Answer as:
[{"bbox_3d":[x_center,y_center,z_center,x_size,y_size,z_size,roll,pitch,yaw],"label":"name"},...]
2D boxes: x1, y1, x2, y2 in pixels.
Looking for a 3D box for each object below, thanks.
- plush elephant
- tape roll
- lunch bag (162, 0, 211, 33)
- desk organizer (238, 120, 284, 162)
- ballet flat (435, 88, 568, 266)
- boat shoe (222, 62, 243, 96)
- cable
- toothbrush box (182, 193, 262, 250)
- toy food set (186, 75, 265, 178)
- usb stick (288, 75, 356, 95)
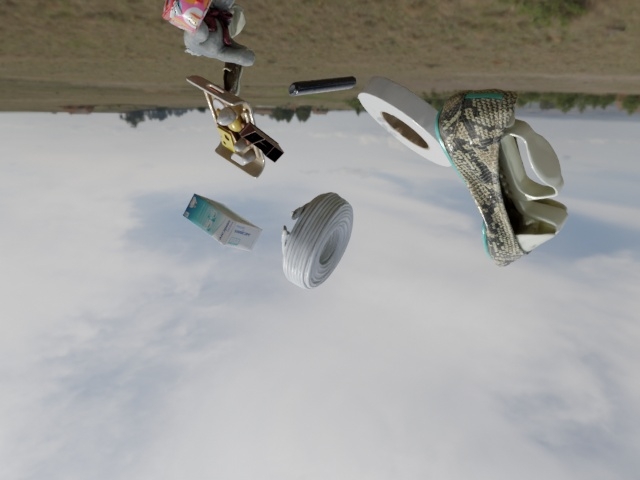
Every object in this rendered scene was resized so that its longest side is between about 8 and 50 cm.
[{"bbox_3d":[-0.382,-0.810,1.615,0.271,0.255,0.330,14,-172,-41],"label":"plush elephant"},{"bbox_3d":[0.296,-0.389,1.460,0.392,0.072,0.392,37,-173,-5],"label":"tape roll"},{"bbox_3d":[-0.336,-0.740,1.236,0.120,0.293,0.258,22,-171,-29],"label":"lunch bag"},{"bbox_3d":[-0.164,-0.276,1.249,0.130,0.047,0.050,29,-158,-50],"label":"desk organizer"},{"bbox_3d":[0.383,-0.091,0.874,0.182,0.483,0.164,7,-123,42],"label":"ballet flat"},{"bbox_3d":[-0.450,-0.867,2.247,0.095,0.258,0.095,3,-174,19],"label":"boat shoe"},{"bbox_3d":[0.000,0.000,1.132,0.089,0.257,0.257,26,-134,20],"label":"cable"},{"bbox_3d":[-0.452,-0.083,2.056,0.295,0.126,0.216,31,-175,26],"label":"toothbrush box"},{"bbox_3d":[-0.302,-0.353,1.401,0.219,0.306,0.092,34,-117,26],"label":"toy food set"},{"bbox_3d":[0.009,-0.578,1.654,0.278,0.045,0.077,-18,-173,-29],"label":"usb stick"}]
